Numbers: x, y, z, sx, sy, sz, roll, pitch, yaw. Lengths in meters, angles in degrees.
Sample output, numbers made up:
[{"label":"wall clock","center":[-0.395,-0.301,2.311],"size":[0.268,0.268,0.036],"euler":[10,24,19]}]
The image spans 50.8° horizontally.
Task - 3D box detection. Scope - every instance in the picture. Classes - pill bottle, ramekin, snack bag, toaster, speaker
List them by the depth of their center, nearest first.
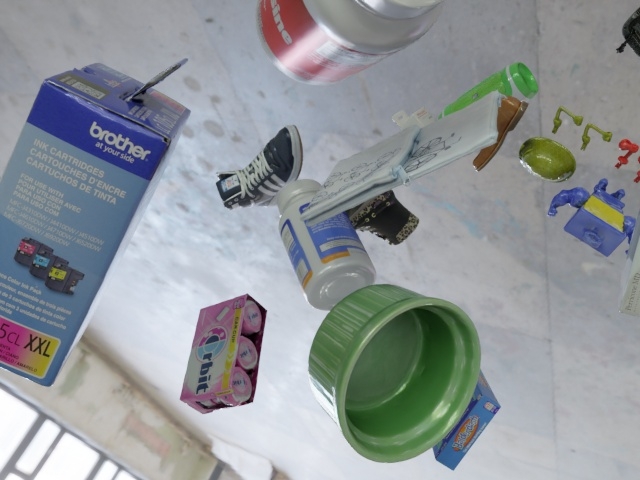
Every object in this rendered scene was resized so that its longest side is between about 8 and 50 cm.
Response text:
[{"label":"pill bottle","center":[0.050,-0.381,1.022],"size":[0.229,0.229,0.408],"euler":[37,171,-16]},{"label":"snack bag","center":[0.148,-0.151,1.146],"size":[0.343,0.323,0.037],"euler":[-23,105,24]},{"label":"ramekin","center":[0.124,0.224,1.204],"size":[0.303,0.303,0.148],"euler":[49,168,-33]},{"label":"pill bottle","center":[0.000,0.000,1.409],"size":[0.152,0.272,0.152],"euler":[-14,140,-12]},{"label":"toaster","center":[0.817,-0.510,1.572],"size":[0.129,0.146,0.227],"euler":[57,135,12]},{"label":"speaker","center":[0.507,-0.417,2.058],"size":[0.131,0.131,0.296],"euler":[41,132,-21]}]

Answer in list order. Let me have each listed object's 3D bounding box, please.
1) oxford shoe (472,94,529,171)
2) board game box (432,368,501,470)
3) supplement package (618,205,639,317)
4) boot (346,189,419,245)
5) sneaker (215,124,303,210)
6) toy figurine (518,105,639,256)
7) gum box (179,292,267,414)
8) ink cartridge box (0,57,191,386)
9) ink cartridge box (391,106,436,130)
[{"label":"oxford shoe","center":[0.415,-0.259,1.625],"size":[0.076,0.076,0.212],"euler":[29,127,5]},{"label":"board game box","center":[0.281,0.344,1.371],"size":[0.047,0.160,0.210],"euler":[32,-170,-4]},{"label":"supplement package","center":[0.570,0.024,0.996],"size":[0.203,0.149,0.194],"euler":[13,108,21]},{"label":"boot","center":[0.114,-0.028,1.657],"size":[0.179,0.236,0.085],"euler":[40,-168,-31]},{"label":"sneaker","center":[-0.143,-0.152,1.504],"size":[0.153,0.099,0.282],"euler":[-7,155,-24]},{"label":"toy figurine","center":[0.568,-0.083,1.389],"size":[0.363,0.217,0.191],"euler":[34,140,5]},{"label":"gum box","center":[-0.159,0.193,1.122],"size":[0.107,0.188,0.062],"euler":[-19,135,28]},{"label":"ink cartridge box","center":[-0.292,-0.063,0.840],"size":[0.151,0.395,0.270],"euler":[25,-166,-13]},{"label":"ink cartridge box","center":[0.300,-0.323,1.966],"size":[0.180,0.104,0.060],"euler":[48,125,1]}]
